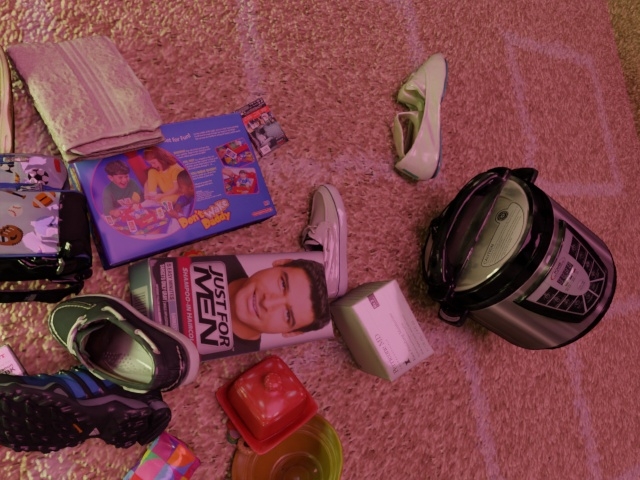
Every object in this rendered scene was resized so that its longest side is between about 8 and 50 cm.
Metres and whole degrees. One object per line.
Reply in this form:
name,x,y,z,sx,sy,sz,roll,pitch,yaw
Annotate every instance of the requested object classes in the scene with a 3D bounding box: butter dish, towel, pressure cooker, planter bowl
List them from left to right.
towel,-0.419,-0.266,0.874,0.187,0.049,0.282,-25,70,-36
butter dish,-0.098,0.293,0.937,0.160,0.118,0.160,-28,60,-32
planter bowl,-0.055,0.448,0.943,0.217,0.217,0.090,-46,139,-31
pressure cooker,0.462,0.047,1.222,0.420,0.375,0.369,32,40,-22

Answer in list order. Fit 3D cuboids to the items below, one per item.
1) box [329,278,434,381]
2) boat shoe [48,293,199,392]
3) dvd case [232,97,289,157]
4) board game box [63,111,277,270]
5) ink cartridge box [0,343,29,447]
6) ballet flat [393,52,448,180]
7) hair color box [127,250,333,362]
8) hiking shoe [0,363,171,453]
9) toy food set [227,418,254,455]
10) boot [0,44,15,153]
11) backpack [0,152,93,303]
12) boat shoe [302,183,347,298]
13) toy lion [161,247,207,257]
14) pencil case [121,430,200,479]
box,0.124,0.193,1.068,0.119,0.182,0.181,-29,92,-18
boat shoe,-0.331,0.151,0.754,0.091,0.303,0.114,12,87,-65
dvd case,-0.137,-0.263,1.123,0.087,0.013,0.119,-39,99,-32
board game box,-0.284,-0.108,0.959,0.347,0.078,0.233,-20,90,-33
ink cartridge box,-0.504,0.244,0.757,0.099,0.056,0.135,-33,98,-32
ballet flat,0.272,-0.360,1.341,0.139,0.139,0.400,16,72,-28
hair color box,-0.159,0.123,0.938,0.374,0.114,0.185,-1,80,-40
hiking shoe,-0.392,0.251,0.767,0.304,0.132,0.113,28,103,-41
toy food set,-0.142,0.372,0.952,0.082,0.020,0.083,36,53,22
boot,-0.599,-0.229,0.794,0.165,0.077,0.213,-3,84,-30
backpack,-0.487,-0.016,0.716,0.263,0.276,0.213,-9,79,-26
boat shoe,0.000,0.000,1.107,0.088,0.096,0.267,1,85,-33
toy lion,-0.266,0.064,0.963,0.096,0.034,0.100,13,73,-37
pencil case,-0.310,0.439,0.811,0.104,0.104,0.236,49,59,-13
